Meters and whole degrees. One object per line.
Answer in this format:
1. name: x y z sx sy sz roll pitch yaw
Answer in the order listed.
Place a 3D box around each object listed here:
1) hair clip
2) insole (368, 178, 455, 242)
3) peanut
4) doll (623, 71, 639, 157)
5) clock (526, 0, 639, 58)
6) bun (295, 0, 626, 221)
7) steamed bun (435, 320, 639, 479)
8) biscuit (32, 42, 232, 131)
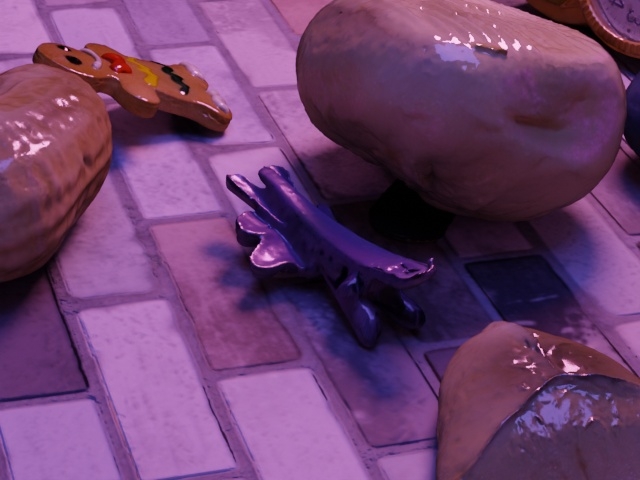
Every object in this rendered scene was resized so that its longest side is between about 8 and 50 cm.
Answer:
1. hair clip: 0.001 0.014 1.546 0.137 0.090 0.278 -19 34 -32
2. insole: 0.151 -0.081 1.783 0.119 0.009 0.348 17 33 20
3. peanut: -0.295 -0.074 1.570 0.174 0.158 0.340 -20 19 24
4. doll: 0.461 -0.144 1.823 0.258 0.154 0.228 -31 51 -34
5. clock: 0.428 -0.369 2.078 0.200 0.244 0.317 -6 34 -47
6. bun: 0.141 -0.144 1.680 0.361 0.213 0.361 12 17 -4
7. steamed bun: 0.207 0.143 1.346 0.212 0.110 0.231 7 35 1
8. biscuit: -0.210 -0.184 1.785 0.240 0.035 0.158 10 24 -40
